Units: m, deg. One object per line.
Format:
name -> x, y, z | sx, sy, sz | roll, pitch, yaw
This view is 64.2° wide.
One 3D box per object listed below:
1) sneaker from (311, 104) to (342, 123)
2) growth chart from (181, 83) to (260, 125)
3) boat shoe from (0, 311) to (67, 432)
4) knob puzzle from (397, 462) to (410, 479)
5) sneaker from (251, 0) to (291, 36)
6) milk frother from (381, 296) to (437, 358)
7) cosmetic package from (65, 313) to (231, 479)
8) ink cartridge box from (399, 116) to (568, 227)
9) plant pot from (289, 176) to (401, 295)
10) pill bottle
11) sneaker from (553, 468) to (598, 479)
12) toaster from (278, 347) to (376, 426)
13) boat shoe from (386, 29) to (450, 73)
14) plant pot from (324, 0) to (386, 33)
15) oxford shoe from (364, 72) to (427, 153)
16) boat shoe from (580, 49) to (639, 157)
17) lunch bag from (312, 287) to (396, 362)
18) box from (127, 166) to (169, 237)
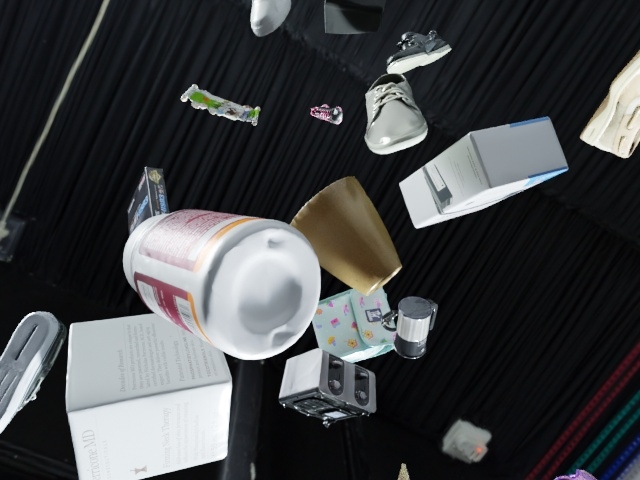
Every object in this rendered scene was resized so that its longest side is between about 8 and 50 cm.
sneaker -> 0.014, -0.347, 1.398 | 0.057, 0.047, 0.119 | -6, -160, -31
growth chart -> -0.291, -0.401, 1.518 | 0.237, 0.021, 0.172 | 17, -151, -18
boat shoe -> -0.698, 0.331, 1.181 | 0.121, 0.335, 0.119 | 25, 162, 18
knob puzzle -> 0.217, 0.730, 1.385 | 0.029, 0.213, 0.213 | 16, -167, 6
sneaker -> -0.143, -0.637, 1.218 | 0.169, 0.108, 0.293 | 49, -140, -47
milk frother -> 0.214, 0.198, 1.297 | 0.143, 0.135, 0.129 | 19, -143, 24
cosmetic package -> -0.486, 0.433, 1.452 | 0.393, 0.330, 0.327 | -5, -147, -22
ink cartridge box -> 0.460, -0.189, 1.508 | 0.285, 0.166, 0.395 | -15, 172, -22
plant pot -> 0.083, 0.009, 1.317 | 0.254, 0.237, 0.237 | 50, -161, 14
pill bottle -> -0.201, 0.058, 0.932 | 0.224, 0.224, 0.392 | 19, 174, -40
sneaker -> 0.421, 0.439, 0.834 | 0.104, 0.095, 0.236 | 42, 157, 32
toaster -> 0.012, 0.334, 1.152 | 0.168, 0.185, 0.110 | 30, -130, -27
boat shoe -> 0.325, -0.665, 1.763 | 0.340, 0.127, 0.113 | -30, -86, -34
plant pot -> 0.115, -0.720, 1.505 | 0.166, 0.188, 0.188 | 15, 178, 1
oxford shoe -> 0.193, -0.357, 1.402 | 0.449, 0.169, 0.130 | -81, -25, -58
boat shoe -> 0.570, -0.259, 0.882 | 0.110, 0.122, 0.341 | 39, 172, 18
lunch bag -> 0.117, 0.284, 1.708 | 0.160, 0.262, 0.224 | 56, -164, -62
box -> -0.634, -0.066, 1.873 | 0.073, 0.295, 0.294 | 2, -121, -35
